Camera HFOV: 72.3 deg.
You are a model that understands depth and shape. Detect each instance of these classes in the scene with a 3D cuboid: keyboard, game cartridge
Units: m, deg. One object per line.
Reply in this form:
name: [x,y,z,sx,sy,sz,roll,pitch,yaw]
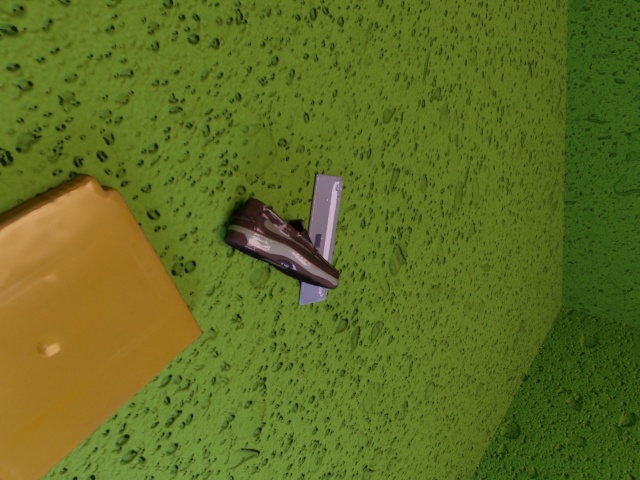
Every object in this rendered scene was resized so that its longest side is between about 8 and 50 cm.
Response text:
keyboard: [0.000,0.000,0.859,0.072,0.014,0.256,0,102,-42]
game cartridge: [-0.328,0.115,0.514,0.323,0.052,0.285,-43,130,-33]

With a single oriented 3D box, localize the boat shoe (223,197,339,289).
boat shoe: [-0.042,0.008,0.755,0.257,0.095,0.095,33,71,-47]
